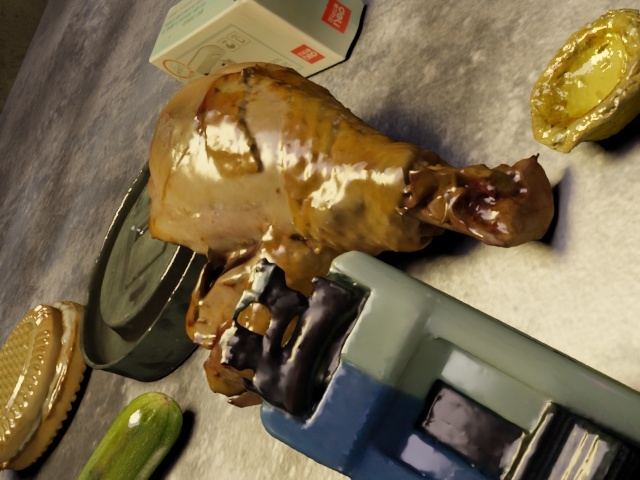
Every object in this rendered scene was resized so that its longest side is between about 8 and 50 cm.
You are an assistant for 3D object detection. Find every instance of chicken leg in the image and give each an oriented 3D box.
[{"bbox_3d":[0.000,0.000,0.809,0.409,0.182,0.295,10,83,46],"label":"chicken leg"}]

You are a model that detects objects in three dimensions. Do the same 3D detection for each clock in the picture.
[{"bbox_3d":[-0.175,0.009,1.168,0.319,0.066,0.319,-42,33,35],"label":"clock"}]

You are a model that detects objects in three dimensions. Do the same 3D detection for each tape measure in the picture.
[{"bbox_3d":[0.102,0.094,0.534,0.098,0.215,0.351,-63,-18,3],"label":"tape measure"}]

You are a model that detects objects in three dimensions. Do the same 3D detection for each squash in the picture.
[{"bbox_3d":[-0.210,0.245,1.021,0.229,0.066,0.066,-57,27,14],"label":"squash"}]

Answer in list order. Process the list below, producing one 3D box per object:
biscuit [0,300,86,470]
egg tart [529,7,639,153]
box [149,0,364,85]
[{"bbox_3d":[-0.396,0.198,1.372,0.259,0.079,0.259,-41,34,36],"label":"biscuit"},{"bbox_3d":[0.182,-0.100,0.661,0.105,0.039,0.105,-41,34,36],"label":"egg tart"},{"bbox_3d":[-0.080,-0.235,1.143,0.269,0.135,0.079,-10,57,57],"label":"box"}]
